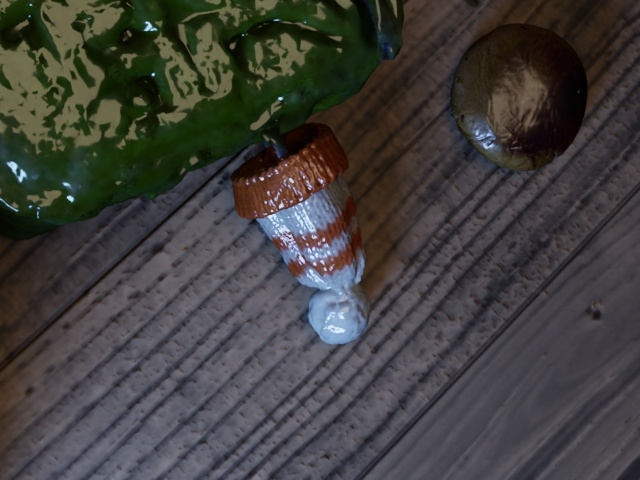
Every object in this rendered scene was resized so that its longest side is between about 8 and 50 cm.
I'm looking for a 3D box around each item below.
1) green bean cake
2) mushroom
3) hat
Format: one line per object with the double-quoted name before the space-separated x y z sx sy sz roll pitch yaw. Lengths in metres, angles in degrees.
"green bean cake" -0.145 -0.186 1.170 0.319 0.218 0.335 -28 93 -19
"mushroom" 0.165 -0.118 1.359 0.123 0.052 0.123 3 80 -15
"hat" 0.000 0.000 1.268 0.093 0.112 0.162 -26 102 6
